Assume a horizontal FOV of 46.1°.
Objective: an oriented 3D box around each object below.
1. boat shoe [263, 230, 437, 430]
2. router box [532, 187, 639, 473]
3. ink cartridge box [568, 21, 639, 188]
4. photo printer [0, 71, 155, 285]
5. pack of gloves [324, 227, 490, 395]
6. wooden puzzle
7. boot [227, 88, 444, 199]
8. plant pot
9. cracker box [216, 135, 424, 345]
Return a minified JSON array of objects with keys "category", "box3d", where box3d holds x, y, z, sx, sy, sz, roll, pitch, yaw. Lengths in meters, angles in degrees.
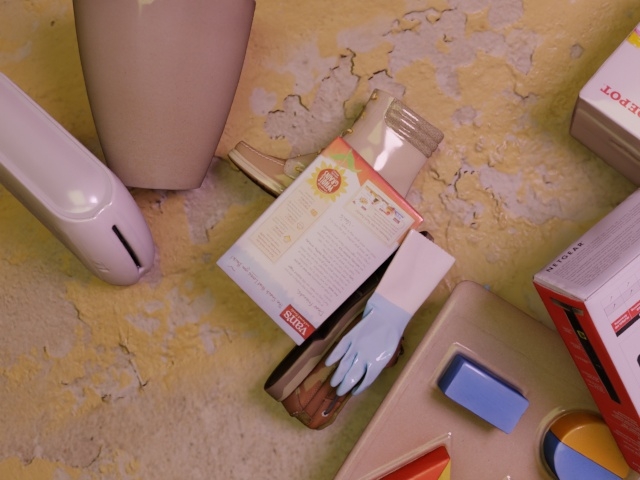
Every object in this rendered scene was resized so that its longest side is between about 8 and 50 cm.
[{"category":"boat shoe","box3d":[0.063,0.123,1.021,0.104,0.111,0.307,43,97,-7]},{"category":"router box","box3d":[0.428,0.062,0.815,0.335,0.082,0.301,-37,114,-10]},{"category":"ink cartridge box","box3d":[0.452,-0.191,0.932,0.171,0.168,0.233,43,93,17]},{"category":"photo printer","box3d":[-0.365,-0.071,1.075,0.307,0.256,0.107,40,72,17]},{"category":"pack of gloves","box3d":[0.129,0.132,0.964,0.195,0.046,0.232,34,90,-28]},{"category":"wooden puzzle","box3d":[0.221,0.272,0.917,0.322,0.080,0.348,32,88,-2]},{"category":"boot","box3d":[0.020,-0.129,1.064,0.262,0.095,0.203,29,90,10]},{"category":"plant pot","box3d":[-0.228,-0.215,1.085,0.256,0.256,0.274,6,99,15]},{"category":"cracker box","box3d":[0.000,0.000,0.987,0.156,0.067,0.232,45,96,2]}]
